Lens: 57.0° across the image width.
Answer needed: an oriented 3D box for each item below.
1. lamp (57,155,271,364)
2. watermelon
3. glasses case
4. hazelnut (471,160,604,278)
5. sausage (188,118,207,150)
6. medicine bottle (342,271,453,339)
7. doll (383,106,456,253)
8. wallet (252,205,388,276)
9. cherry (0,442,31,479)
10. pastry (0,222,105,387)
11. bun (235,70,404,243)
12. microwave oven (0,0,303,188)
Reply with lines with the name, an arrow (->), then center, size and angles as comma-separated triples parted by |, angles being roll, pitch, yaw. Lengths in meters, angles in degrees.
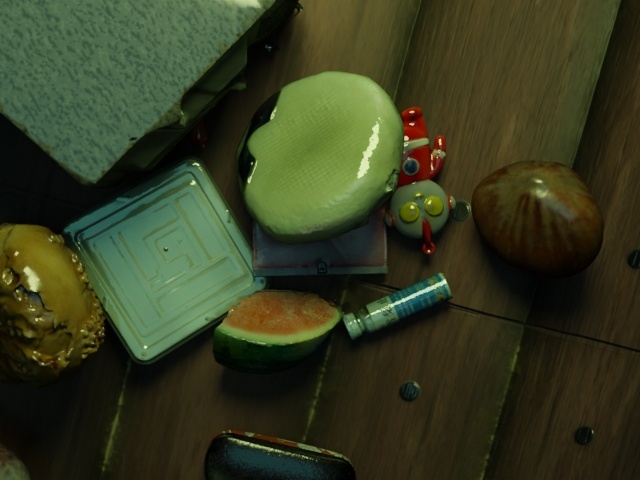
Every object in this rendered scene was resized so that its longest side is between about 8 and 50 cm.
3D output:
lamp -> -0.254, 0.030, 0.986 | 0.266, 0.047, 0.269 | -32, 95, -10
watermelon -> -0.073, 0.179, 0.983 | 0.230, 0.128, 0.146 | 6, 123, -18
glasses case -> -0.070, 0.403, 1.025 | 0.266, 0.067, 0.103 | 15, 95, -4
hazelnut -> 0.354, -0.046, 0.944 | 0.186, 0.210, 0.210 | -27, 96, -39
sausage -> -0.227, -0.275, 0.984 | 0.034, 0.034, 0.254 | -12, 95, -1
medicine bottle -> 0.133, 0.114, 1.019 | 0.191, 0.051, 0.051 | -23, 95, -1
doll -> 0.154, -0.095, 0.994 | 0.142, 0.076, 0.245 | -13, 91, 4
wallet -> 0.000, 0.000, 1.001 | 0.232, 0.025, 0.120 | -1, 87, -10
cherry -> -0.612, 0.415, 0.937 | 0.285, 0.213, 0.236 | 2, 106, -20
pastry -> -0.454, 0.093, 0.912 | 0.310, 0.161, 0.255 | 1, 108, 36
bun -> 0.010, -0.118, 0.932 | 0.283, 0.179, 0.284 | -9, 66, 21
microwave oven -> -0.263, -0.324, 0.833 | 0.374, 0.236, 0.432 | 44, 88, -13
